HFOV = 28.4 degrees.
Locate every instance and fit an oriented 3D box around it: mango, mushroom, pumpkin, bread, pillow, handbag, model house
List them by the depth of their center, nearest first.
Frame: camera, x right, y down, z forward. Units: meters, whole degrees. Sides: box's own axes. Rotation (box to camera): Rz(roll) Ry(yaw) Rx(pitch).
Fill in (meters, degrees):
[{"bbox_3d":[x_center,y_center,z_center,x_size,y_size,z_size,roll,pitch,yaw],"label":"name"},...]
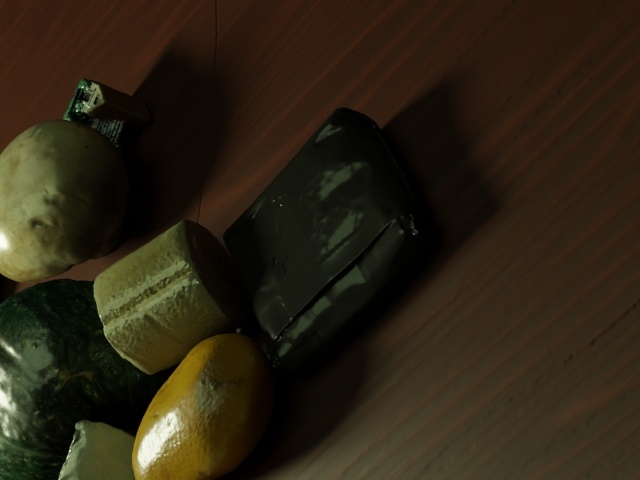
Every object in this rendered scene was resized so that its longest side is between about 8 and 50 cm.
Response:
[{"bbox_3d":[0.000,0.000,1.402,0.247,0.080,0.223,-46,42,22],"label":"handbag"},{"bbox_3d":[-0.136,0.206,1.420,0.227,0.109,0.147,-53,44,18],"label":"mango"},{"bbox_3d":[-0.262,0.334,1.488,0.051,0.128,0.229,163,126,-78],"label":"pillow"},{"bbox_3d":[-0.175,0.068,1.500,0.141,0.134,0.148,-30,41,15],"label":"bread"},{"bbox_3d":[-0.340,0.184,1.598,0.263,0.197,0.293,39,103,48],"label":"pumpkin"},{"bbox_3d":[-0.375,-0.054,1.774,0.255,0.184,0.255,-23,57,41],"label":"mushroom"},{"bbox_3d":[-0.313,-0.173,1.847,0.100,0.087,0.101,26,94,53],"label":"model house"}]
